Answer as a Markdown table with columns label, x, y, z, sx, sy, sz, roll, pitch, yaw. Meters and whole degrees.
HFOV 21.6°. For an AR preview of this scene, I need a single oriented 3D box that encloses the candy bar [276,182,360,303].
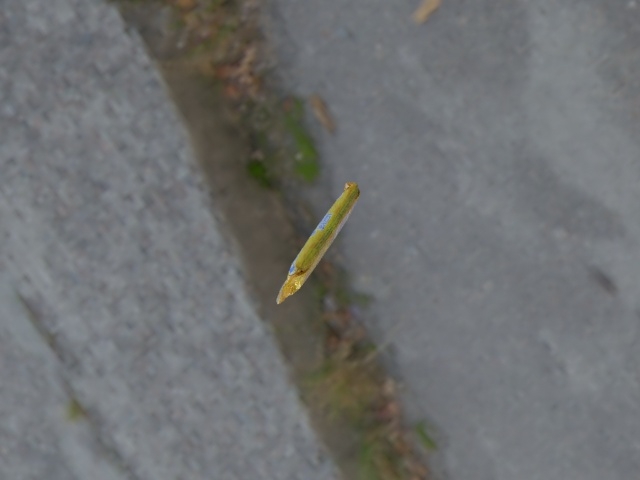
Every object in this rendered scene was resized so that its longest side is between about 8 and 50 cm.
| label | x | y | z | sx | sy | sz | roll | pitch | yaw |
| --- | --- | --- | --- | --- | --- | --- | --- | --- | --- |
| candy bar | 0.000 | 0.000 | 1.525 | 0.018 | 0.161 | 0.040 | 28 | 132 | 5 |
